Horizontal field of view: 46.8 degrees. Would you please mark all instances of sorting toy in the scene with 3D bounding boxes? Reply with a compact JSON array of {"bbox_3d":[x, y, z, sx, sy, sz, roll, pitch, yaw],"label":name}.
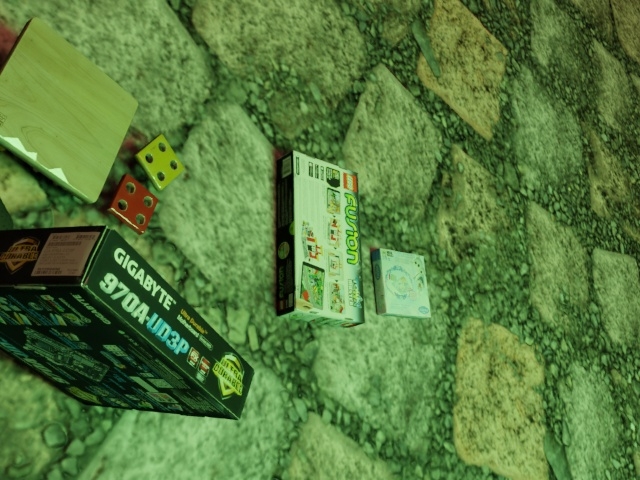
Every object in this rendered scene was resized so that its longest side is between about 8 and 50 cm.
[{"bbox_3d":[-0.254,-0.116,0.724,0.274,0.046,0.132,40,50,-38],"label":"sorting toy"}]

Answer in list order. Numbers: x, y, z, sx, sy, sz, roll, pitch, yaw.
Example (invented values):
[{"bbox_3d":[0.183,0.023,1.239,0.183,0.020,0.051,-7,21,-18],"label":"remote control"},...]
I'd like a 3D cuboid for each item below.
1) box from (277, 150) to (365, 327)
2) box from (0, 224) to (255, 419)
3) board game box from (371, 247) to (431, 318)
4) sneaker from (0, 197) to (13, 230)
[{"bbox_3d":[0.000,0.000,0.928,0.114,0.036,0.206,15,64,-38],"label":"box"},{"bbox_3d":[-0.178,0.073,0.589,0.220,0.175,0.051,55,41,-46],"label":"box"},{"bbox_3d":[0.111,0.061,1.018,0.090,0.020,0.090,10,67,-40],"label":"board game box"},{"bbox_3d":[-0.371,0.024,0.519,0.139,0.125,0.341,55,47,-14],"label":"sneaker"}]
